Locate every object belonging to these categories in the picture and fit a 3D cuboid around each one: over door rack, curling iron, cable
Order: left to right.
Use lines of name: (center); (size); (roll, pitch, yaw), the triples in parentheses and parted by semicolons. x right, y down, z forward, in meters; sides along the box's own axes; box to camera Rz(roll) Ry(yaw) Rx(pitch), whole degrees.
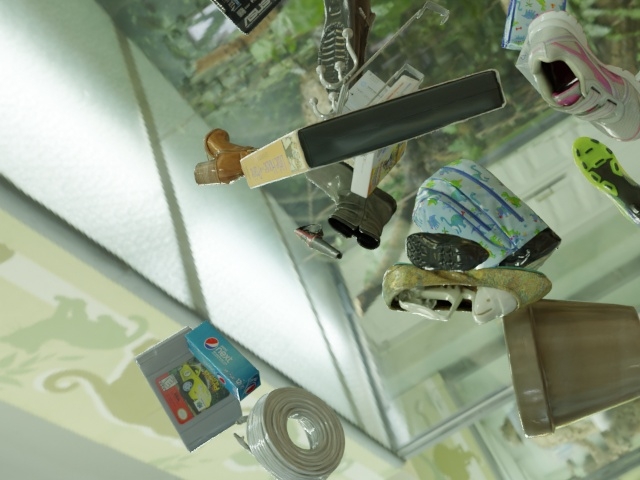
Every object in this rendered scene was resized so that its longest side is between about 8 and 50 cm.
cable: (-0.058, 0.479, 1.916); (0.257, 0.089, 0.257); (46, -143, 8)
curling iron: (0.000, 0.000, 1.761); (0.274, 0.068, 0.035); (-144, 41, -71)
over door rack: (0.102, -0.363, 1.653); (0.108, 0.324, 0.239); (49, 159, 14)

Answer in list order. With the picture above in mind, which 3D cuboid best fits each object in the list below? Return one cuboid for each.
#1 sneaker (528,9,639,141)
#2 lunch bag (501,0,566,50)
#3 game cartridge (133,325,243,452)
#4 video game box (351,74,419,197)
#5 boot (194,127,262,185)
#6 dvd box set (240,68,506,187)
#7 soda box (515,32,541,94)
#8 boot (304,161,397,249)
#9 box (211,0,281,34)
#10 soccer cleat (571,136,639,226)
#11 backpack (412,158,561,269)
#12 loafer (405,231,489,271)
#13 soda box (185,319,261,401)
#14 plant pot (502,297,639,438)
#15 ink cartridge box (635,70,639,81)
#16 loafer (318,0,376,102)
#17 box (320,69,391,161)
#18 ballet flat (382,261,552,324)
sneaker: (0.405, -0.232, 1.206); (0.252, 0.103, 0.111); (39, -124, -10)
lunch bag: (0.512, -0.529, 1.850); (0.096, 0.128, 0.151); (-67, -15, -84)
game cartridge: (-0.340, 0.389, 2.071); (0.294, 0.196, 0.060); (59, 161, -1)
video game box: (0.138, -0.222, 1.658); (0.048, 0.187, 0.205); (28, 140, 19)
boot: (-0.242, -0.262, 2.311); (0.283, 0.220, 0.109); (-77, -24, -59)
dvd box set: (0.057, -0.165, 1.224); (0.420, 0.307, 0.062); (-179, 70, -74)
soda box: (0.556, -0.388, 1.799); (0.091, 0.098, 0.286); (21, 179, 36)
boot: (0.052, -0.089, 1.764); (0.246, 0.083, 0.161); (31, -138, 5)
box: (-0.096, -0.601, 1.347); (0.318, 0.395, 0.097); (37, -167, -51)
soccer cleat: (0.726, -0.137, 1.922); (0.289, 0.093, 0.121); (47, 179, 11)
backpack: (0.418, -0.049, 2.051); (0.356, 0.273, 0.290); (61, 168, 15)
loafer: (0.244, 0.024, 1.529); (0.223, 0.078, 0.076); (-167, 74, -64)
soda box: (-0.240, 0.294, 1.905); (0.210, 0.071, 0.067); (39, 150, 29)
plant pot: (0.564, 0.257, 1.711); (0.323, 0.280, 0.324); (-12, -90, -74)
ink cartridge box: (0.865, -0.349, 1.788); (0.131, 0.306, 0.226); (12, -145, -46)
loafer: (0.085, -0.521, 1.909); (0.133, 0.130, 0.366); (18, 109, 53)
box: (0.106, -0.287, 1.826); (0.145, 0.186, 0.038); (41, 173, 9)
ballet flat: (0.296, 0.117, 1.605); (0.123, 0.348, 0.123); (4, -90, -72)
